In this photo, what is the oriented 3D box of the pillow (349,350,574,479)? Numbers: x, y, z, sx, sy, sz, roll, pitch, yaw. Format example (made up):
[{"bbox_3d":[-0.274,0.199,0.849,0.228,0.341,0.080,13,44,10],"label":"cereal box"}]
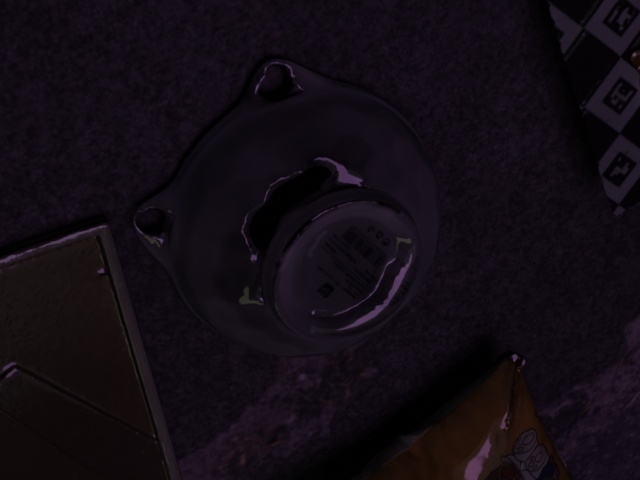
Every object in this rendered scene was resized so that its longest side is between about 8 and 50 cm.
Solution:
[{"bbox_3d":[0.146,0.306,1.402,0.312,0.119,0.310,-35,130,-6],"label":"pillow"}]

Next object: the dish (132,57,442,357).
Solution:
[{"bbox_3d":[0.000,0.000,1.162,0.303,0.120,0.303,-12,122,-20],"label":"dish"}]

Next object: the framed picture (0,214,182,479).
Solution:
[{"bbox_3d":[-0.269,0.149,1.176,0.241,0.020,0.324,-21,124,-14],"label":"framed picture"}]

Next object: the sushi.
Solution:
[{"bbox_3d":[0.352,-0.216,1.248,0.294,0.059,0.292,-33,125,-6],"label":"sushi"}]
